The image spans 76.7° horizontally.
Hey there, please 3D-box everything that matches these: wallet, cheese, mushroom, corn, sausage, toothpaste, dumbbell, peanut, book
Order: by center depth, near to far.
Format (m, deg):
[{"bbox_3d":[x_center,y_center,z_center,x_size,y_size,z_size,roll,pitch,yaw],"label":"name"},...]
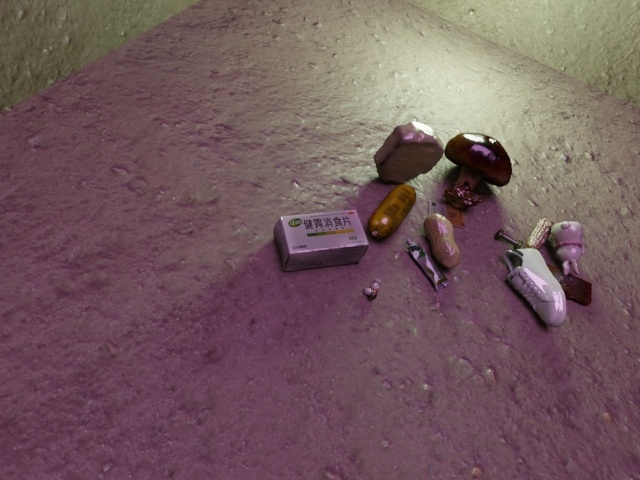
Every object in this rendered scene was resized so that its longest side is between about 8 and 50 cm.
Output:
[{"bbox_3d":[0.434,0.092,1.675,0.078,0.046,0.247,-26,68,-22],"label":"toothpaste"},{"bbox_3d":[0.521,0.001,1.714,0.124,0.123,0.256,-6,61,-17],"label":"peanut"},{"bbox_3d":[0.309,-0.127,1.741,0.123,0.123,0.347,35,56,11],"label":"sausage"},{"bbox_3d":[1.062,0.187,1.766,0.256,0.031,0.137,24,52,2],"label":"wallet"},{"bbox_3d":[0.391,-0.389,1.818,0.318,0.326,0.115,-22,59,15],"label":"cheese"},{"bbox_3d":[0.856,-0.005,1.838,0.118,0.046,0.052,32,61,9],"label":"dumbbell"},{"bbox_3d":[1.002,-0.018,1.862,0.079,0.079,0.237,40,57,14],"label":"corn"},{"bbox_3d":[0.581,-0.121,1.871,0.172,0.012,0.118,12,56,-5],"label":"book"},{"bbox_3d":[0.749,-0.332,1.947,0.332,0.355,0.334,9,13,2],"label":"mushroom"}]

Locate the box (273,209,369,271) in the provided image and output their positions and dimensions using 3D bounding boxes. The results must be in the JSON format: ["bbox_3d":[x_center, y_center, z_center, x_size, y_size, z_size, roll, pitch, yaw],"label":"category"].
[{"bbox_3d":[-0.002,0.001,1.570,0.333,0.145,0.173,-6,56,-17],"label":"box"}]

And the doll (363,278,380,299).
[{"bbox_3d":[0.206,0.190,1.558,0.085,0.040,0.058,-31,58,-28],"label":"doll"}]

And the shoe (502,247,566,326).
[{"bbox_3d":[0.864,0.180,1.668,0.160,0.131,0.362,5,52,-11],"label":"shoe"}]

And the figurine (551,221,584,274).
[{"bbox_3d":[1.112,0.041,1.815,0.127,0.155,0.235,-3,81,21],"label":"figurine"}]
